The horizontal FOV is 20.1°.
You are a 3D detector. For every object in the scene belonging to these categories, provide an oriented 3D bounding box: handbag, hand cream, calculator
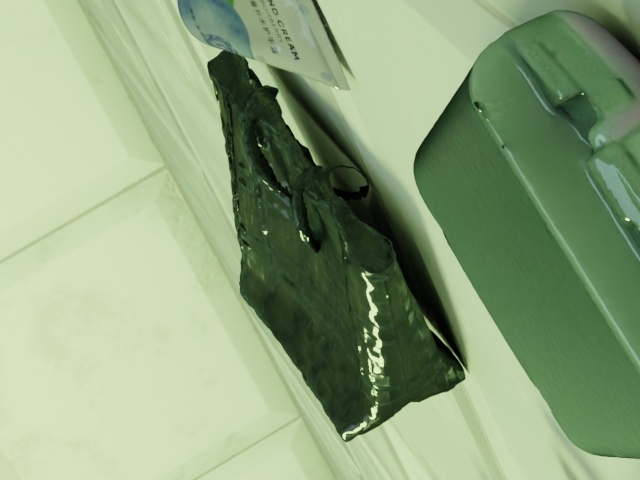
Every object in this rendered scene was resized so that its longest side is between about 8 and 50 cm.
[{"bbox_3d":[0.000,0.000,1.115,0.270,0.088,0.175,52,163,50],"label":"handbag"},{"bbox_3d":[-0.037,-0.124,0.962,0.142,0.053,0.084,28,149,59],"label":"hand cream"},{"bbox_3d":[0.085,0.007,0.585,0.141,0.045,0.246,59,174,4],"label":"calculator"}]
